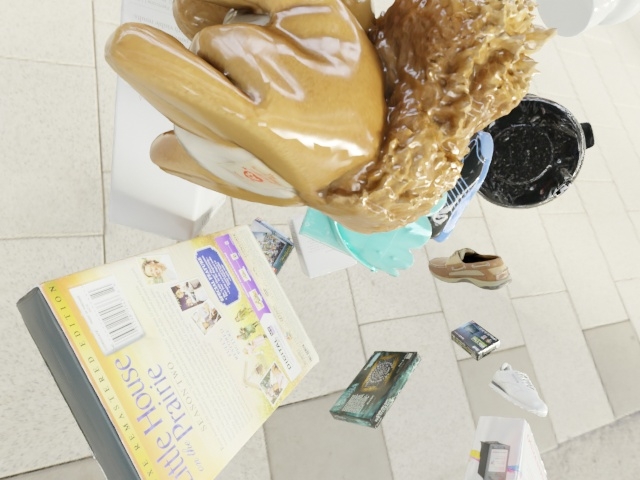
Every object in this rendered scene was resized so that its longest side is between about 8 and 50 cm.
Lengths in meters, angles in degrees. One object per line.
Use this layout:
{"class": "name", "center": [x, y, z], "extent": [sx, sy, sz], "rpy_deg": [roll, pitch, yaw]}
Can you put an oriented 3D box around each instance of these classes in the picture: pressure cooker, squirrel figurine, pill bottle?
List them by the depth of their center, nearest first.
{"class": "squirrel figurine", "center": [0.024, -0.222, 0.481], "extent": [0.396, 0.281, 0.371], "rpy_deg": [21, 78, -3]}
{"class": "pill bottle", "center": [0.563, -0.508, 0.771], "extent": [0.318, 0.176, 0.176], "rpy_deg": [-33, 86, -3]}
{"class": "pressure cooker", "center": [0.708, -0.307, 1.510], "extent": [0.369, 0.376, 0.420], "rpy_deg": [34, 26, 19]}

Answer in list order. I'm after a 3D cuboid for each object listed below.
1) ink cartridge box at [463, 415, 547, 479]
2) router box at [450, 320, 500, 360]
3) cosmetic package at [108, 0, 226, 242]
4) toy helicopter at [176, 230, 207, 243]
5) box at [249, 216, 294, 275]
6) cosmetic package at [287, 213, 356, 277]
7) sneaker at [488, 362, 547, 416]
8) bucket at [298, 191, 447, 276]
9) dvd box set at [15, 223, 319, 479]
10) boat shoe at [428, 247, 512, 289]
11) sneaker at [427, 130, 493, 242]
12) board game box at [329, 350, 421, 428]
{"class": "ink cartridge box", "center": [0.448, 0.628, 1.044], "extent": [0.306, 0.131, 0.226], "rpy_deg": [-44, 116, -49]}
{"class": "router box", "center": [0.490, 0.315, 1.359], "extent": [0.092, 0.122, 0.038], "rpy_deg": [-23, 121, -18]}
{"class": "cosmetic package", "center": [-0.236, -0.252, 0.763], "extent": [0.161, 0.453, 0.230], "rpy_deg": [17, 27, -3]}
{"class": "toy helicopter", "center": [-0.288, 0.122, 1.079], "extent": [0.234, 0.140, 0.355], "rpy_deg": [-20, 70, 14]}
{"class": "box", "center": [-0.202, 0.061, 1.445], "extent": [0.159, 0.233, 0.044], "rpy_deg": [33, 21, 1]}
{"class": "cosmetic package", "center": [0.000, 0.000, 1.297], "extent": [0.151, 0.151, 0.184], "rpy_deg": [-17, 96, -9]}
{"class": "sneaker", "center": [0.595, 0.442, 1.284], "extent": [0.090, 0.235, 0.095], "rpy_deg": [32, 88, -11]}
{"class": "bucket", "center": [0.085, -0.095, 0.722], "extent": [0.183, 0.281, 0.281], "rpy_deg": [17, 63, -4]}
{"class": "dvd box set", "center": [-0.173, 0.150, 0.655], "extent": [0.308, 0.062, 0.420], "rpy_deg": [61, 26, 1]}
{"class": "boat shoe", "center": [0.519, 0.082, 1.513], "extent": [0.122, 0.324, 0.120], "rpy_deg": [-27, 108, -29]}
{"class": "sneaker", "center": [0.241, -0.108, 0.822], "extent": [0.090, 0.081, 0.232], "rpy_deg": [16, 106, -21]}
{"class": "board game box", "center": [0.115, 0.302, 0.893], "extent": [0.186, 0.126, 0.026], "rpy_deg": [-41, 105, -36]}
